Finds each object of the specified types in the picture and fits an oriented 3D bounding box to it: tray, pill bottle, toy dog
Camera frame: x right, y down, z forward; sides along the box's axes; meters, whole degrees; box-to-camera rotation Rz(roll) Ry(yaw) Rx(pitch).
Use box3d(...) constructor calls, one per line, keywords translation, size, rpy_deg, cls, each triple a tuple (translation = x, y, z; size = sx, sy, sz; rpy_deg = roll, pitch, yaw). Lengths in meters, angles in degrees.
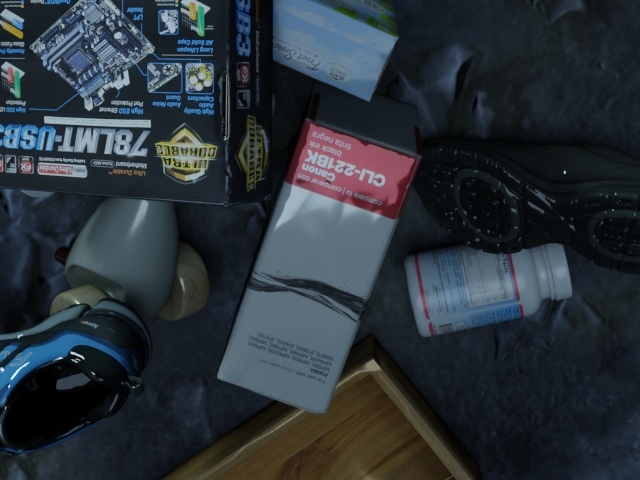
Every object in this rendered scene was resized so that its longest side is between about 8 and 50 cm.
box3d(translation=(-0.048, 0.300, 1.506), size=(0.411, 0.076, 0.203), rpy_deg=(-36, 105, 12), cls="tray")
box3d(translation=(0.170, 0.042, 1.399), size=(0.160, 0.087, 0.087), rpy_deg=(-12, 109, 5), cls="pill bottle")
box3d(translation=(-0.202, -0.044, 1.347), size=(0.161, 0.220, 0.333), rpy_deg=(30, 107, 32), cls="toy dog")

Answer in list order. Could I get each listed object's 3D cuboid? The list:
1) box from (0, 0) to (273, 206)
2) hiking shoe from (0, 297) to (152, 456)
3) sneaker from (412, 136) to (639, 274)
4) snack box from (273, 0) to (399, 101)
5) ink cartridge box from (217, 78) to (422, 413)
box3d(translation=(-0.176, -0.183, 1.152), size=(0.295, 0.073, 0.293), rpy_deg=(5, 100, 32), cls="box")
box3d(translation=(-0.302, 0.145, 1.247), size=(0.304, 0.132, 0.113), rpy_deg=(-24, 110, 7), cls="hiking shoe")
box3d(translation=(0.230, -0.049, 1.359), size=(0.286, 0.130, 0.109), rpy_deg=(16, 126, 18), cls="sneaker")
box3d(translation=(-0.021, -0.209, 1.250), size=(0.174, 0.207, 0.070), rpy_deg=(23, 109, -5), cls="snack box")
box3d(translation=(0.000, 0.000, 1.330), size=(0.114, 0.197, 0.273), rpy_deg=(18, 109, -3), cls="ink cartridge box")
